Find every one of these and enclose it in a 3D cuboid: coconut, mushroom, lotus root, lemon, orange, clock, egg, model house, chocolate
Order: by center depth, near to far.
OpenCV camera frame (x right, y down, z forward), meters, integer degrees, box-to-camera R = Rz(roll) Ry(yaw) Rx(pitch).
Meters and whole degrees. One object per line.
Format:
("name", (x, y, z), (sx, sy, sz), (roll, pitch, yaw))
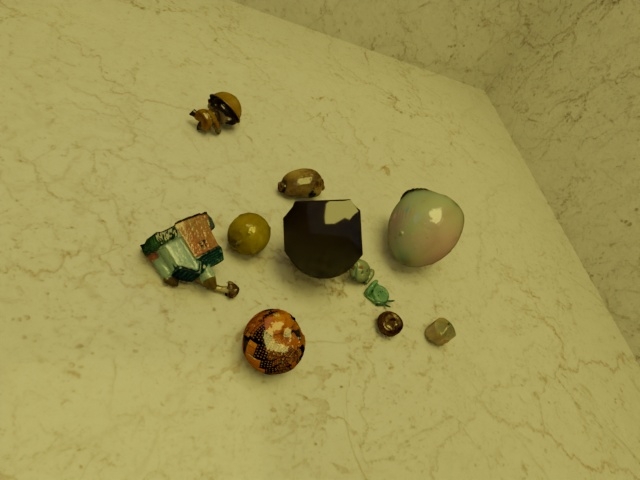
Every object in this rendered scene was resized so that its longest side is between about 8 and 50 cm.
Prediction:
("orange", (-0.169, 0.363, 1.511), (0.235, 0.182, 0.234), (18, 55, -29))
("model house", (-0.485, 0.071, 1.578), (0.253, 0.184, 0.291), (-28, 83, -42))
("mushroom", (-0.401, 0.167, 1.617), (0.187, 0.061, 0.060), (21, 50, -8))
("lemon", (-0.294, -0.031, 1.747), (0.174, 0.173, 0.206), (22, 45, -13))
("chocolate", (0.000, 0.000, 1.796), (0.314, 0.297, 0.325), (-4, 90, -6))
("mushroom", (0.303, 0.364, 1.840), (0.126, 0.084, 0.109), (-6, 25, -30))
("coconut", (0.550, 0.411, 1.912), (0.116, 0.122, 0.116), (15, 50, -18))
("clock", (0.273, 0.251, 1.935), (0.135, 0.041, 0.101), (41, 47, 5))
("egg", (0.488, -0.024, 2.067), (0.355, 0.354, 0.339), (33, 64, -3))
("lotus root", (-0.082, -0.277, 2.073), (0.257, 0.140, 0.154), (-12, 56, -28))

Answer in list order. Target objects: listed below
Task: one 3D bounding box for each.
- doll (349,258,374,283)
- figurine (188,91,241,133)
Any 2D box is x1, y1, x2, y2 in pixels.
("doll", (0.182, 0.139, 1.918), (0.214, 0.072, 0.103), (32, 74, -53))
("figurine", (-0.503, -0.635, 2.093), (0.192, 0.167, 0.257), (47, 49, -9))
